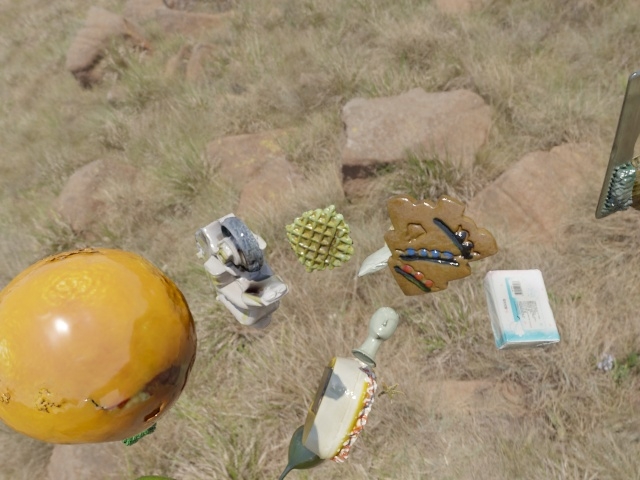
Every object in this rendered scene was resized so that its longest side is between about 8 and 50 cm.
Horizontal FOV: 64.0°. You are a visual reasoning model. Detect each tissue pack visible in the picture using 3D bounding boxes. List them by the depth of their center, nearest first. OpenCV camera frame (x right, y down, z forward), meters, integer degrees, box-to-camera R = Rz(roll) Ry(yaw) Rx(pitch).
[{"bbox_3d":[0.697,0.243,1.803,0.202,0.124,0.270,-1,63,-5],"label":"tissue pack"}]

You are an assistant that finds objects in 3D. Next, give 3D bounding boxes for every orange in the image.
[{"bbox_3d":[-0.277,0.131,0.629,0.246,0.246,0.246,-14,48,15],"label":"orange"}]

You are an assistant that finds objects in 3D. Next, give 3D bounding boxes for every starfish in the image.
[{"bbox_3d":[0.204,0.454,1.548,0.092,0.086,0.016,-37,21,30],"label":"starfish"}]

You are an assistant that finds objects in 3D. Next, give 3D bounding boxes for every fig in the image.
[{"bbox_3d":[-0.086,0.753,1.787,0.259,0.151,0.151,-31,43,-23],"label":"fig"}]

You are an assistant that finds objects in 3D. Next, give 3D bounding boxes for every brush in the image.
[{"bbox_3d":[0.341,-0.097,0.568,0.034,0.190,0.027,-19,41,-8],"label":"brush"}]

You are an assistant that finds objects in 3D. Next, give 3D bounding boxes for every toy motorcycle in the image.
[{"bbox_3d":[-0.142,0.062,0.907,0.108,0.222,0.341,-30,6,-21],"label":"toy motorcycle"}]

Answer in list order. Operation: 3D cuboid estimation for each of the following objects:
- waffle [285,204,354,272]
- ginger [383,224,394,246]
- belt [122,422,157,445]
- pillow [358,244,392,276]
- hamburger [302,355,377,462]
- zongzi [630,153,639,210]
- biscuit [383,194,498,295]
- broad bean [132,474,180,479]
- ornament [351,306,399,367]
[{"bbox_3d":[0.000,0.000,1.615,0.208,0.214,0.054,-23,21,16],"label":"waffle"},{"bbox_3d":[0.275,-0.020,1.763,0.053,0.176,0.193,-20,84,43],"label":"ginger"},{"bbox_3d":[-0.398,0.338,1.026,0.079,0.151,0.121,-27,20,-9],"label":"belt"},{"bbox_3d":[0.208,0.032,1.482,0.229,0.050,0.128,-34,3,25],"label":"pillow"},{"bbox_3d":[0.055,0.479,1.473,0.152,0.227,0.295,20,90,-6],"label":"hamburger"},{"bbox_3d":[0.746,-0.114,0.999,0.286,0.134,0.288,-40,20,39],"label":"zongzi"},{"bbox_3d":[0.268,0.029,1.244,0.278,0.301,0.043,21,34,9],"label":"biscuit"},{"bbox_3d":[-0.255,0.314,0.514,0.318,0.098,0.056,-32,64,9],"label":"broad bean"},{"bbox_3d":[0.148,0.238,1.308,0.075,0.081,0.156,32,62,11],"label":"ornament"}]
